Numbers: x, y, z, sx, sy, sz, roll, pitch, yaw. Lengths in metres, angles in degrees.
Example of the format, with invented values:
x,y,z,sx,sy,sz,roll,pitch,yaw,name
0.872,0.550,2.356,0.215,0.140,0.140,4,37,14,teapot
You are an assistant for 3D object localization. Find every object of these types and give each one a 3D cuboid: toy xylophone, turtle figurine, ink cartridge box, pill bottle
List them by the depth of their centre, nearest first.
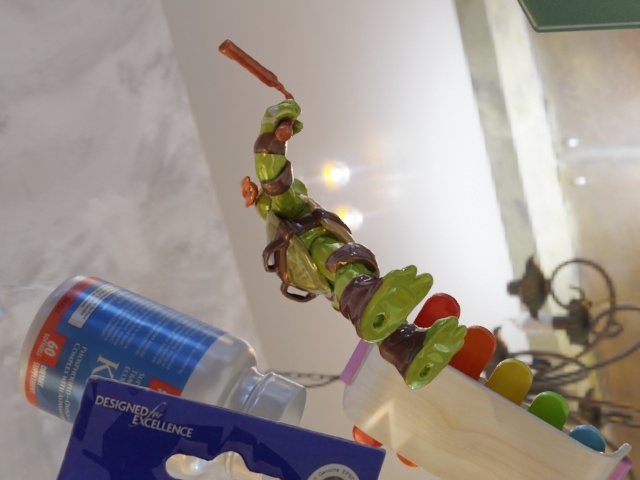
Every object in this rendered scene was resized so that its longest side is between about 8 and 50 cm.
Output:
x,y,z,sx,sy,sz,roll,pitch,yaw,name
-0.082,0.268,0.506,0.175,0.069,0.371,18,-97,-22,ink cartridge box
0.000,0.000,0.736,0.087,0.217,0.269,-32,-47,-12,turtle figurine
-0.129,0.122,0.870,0.124,0.221,0.124,21,-90,-77,pill bottle
0.151,0.220,1.108,0.322,0.236,0.081,38,-160,7,toy xylophone

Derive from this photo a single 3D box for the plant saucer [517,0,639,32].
x,y,z,sx,sy,sz,roll,pitch,yaw,name
0.156,-0.131,0.507,0.018,0.192,0.067,-43,-65,-15,plant saucer
